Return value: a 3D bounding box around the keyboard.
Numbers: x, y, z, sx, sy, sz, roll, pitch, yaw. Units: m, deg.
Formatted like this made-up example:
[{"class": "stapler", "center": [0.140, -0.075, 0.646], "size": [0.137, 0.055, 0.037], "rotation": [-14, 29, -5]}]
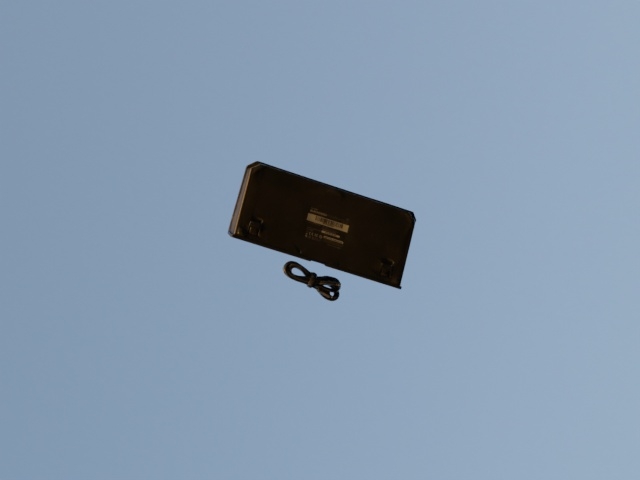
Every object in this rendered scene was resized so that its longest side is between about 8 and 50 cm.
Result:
[{"class": "keyboard", "center": [0.000, 0.000, 1.527], "size": [0.180, 0.023, 0.108], "rotation": [17, -102, -17]}]
